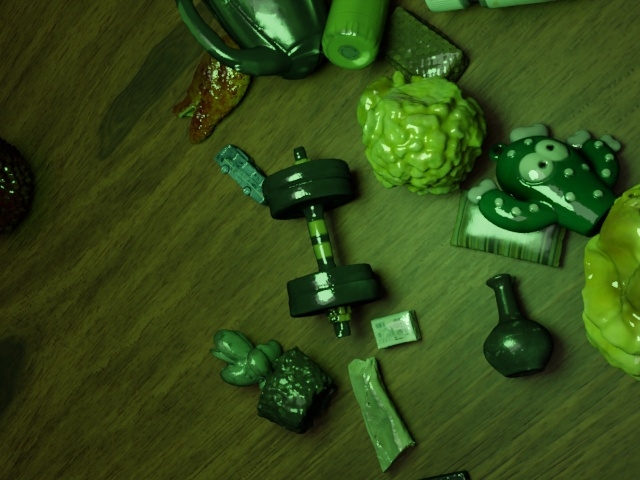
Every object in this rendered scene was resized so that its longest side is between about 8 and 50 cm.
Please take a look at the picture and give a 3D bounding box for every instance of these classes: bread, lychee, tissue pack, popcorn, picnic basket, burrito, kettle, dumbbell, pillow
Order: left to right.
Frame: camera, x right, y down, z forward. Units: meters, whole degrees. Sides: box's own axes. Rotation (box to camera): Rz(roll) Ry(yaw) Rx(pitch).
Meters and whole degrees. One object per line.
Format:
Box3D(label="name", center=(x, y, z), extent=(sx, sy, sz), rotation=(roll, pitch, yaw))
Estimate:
Box3D(label="lychee", center=(-0.901, -0.143, 1.678), extent=(0.330, 0.306, 0.306), rotation=(33, 102, 39))
Box3D(label="bread", center=(-0.245, -0.342, 1.480), extent=(0.269, 0.095, 0.139), rotation=(-45, 63, 22))
Box3D(label="kettle", center=(-0.128, -0.460, 1.321), extent=(0.324, 0.321, 0.228), rotation=(56, 144, 11))
Box3D(label="dumbbell", center=(0.000, 0.000, 1.297), extent=(0.185, 0.185, 0.388), rotation=(-18, 79, 24))
Box3D(label="burrito", center=(0.117, 0.336, 1.291), extent=(0.087, 0.060, 0.226), rotation=(-28, 77, 28))
Box3D(label="tissue pack", center=(0.149, 0.175, 1.293), extent=(0.083, 0.042, 0.062), rotation=(-20, 78, 24))
Box3D(label="picnic basket", center=(0.192, -0.374, 1.291), extent=(0.193, 0.055, 0.110), rotation=(44, 106, 23))
Box3D(label="popcorn", center=(0.180, -0.191, 1.203), extent=(0.259, 0.259, 0.212), rotation=(9, 126, 26))
Box3D(label="pillow", center=(0.345, -0.024, 1.209), extent=(0.203, 0.038, 0.113), rotation=(14, 94, 27))
Box3D(label="popcorn", center=(0.562, 0.067, 0.928), extent=(0.382, 0.349, 0.349), rotation=(25, 101, 62))

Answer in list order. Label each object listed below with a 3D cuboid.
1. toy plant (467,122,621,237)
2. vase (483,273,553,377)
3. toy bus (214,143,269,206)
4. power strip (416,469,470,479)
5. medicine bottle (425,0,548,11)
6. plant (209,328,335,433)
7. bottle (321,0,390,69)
Box3D(label="toy plant", center=(0.392, -0.107, 1.136), extent=(0.243, 0.112, 0.232), rotation=(15, 62, 23))
Box3D(label="vase", center=(0.342, 0.147, 1.170), extent=(0.120, 0.120, 0.182), rotation=(-18, 65, 24))
Box3D(label="toy bus", center=(-0.163, -0.145, 1.457), extent=(0.166, 0.047, 0.065), rotation=(45, 102, 19))
Box3D(label="power strip", center=(0.231, 0.465, 1.248), extent=(0.111, 0.029, 0.038), rotation=(-22, 79, 26))
Box3D(label="medicine bottle", center=(0.326, -0.500, 1.168), extent=(0.273, 0.165, 0.165), rotation=(1, 88, 25))
Box3D(label="plant", center=(-0.107, 0.271, 1.355), extent=(0.275, 0.149, 0.146), rotation=(27, 137, 29))
Box3D(label="bottle", center=(0.079, -0.463, 1.284), extent=(0.112, 0.112, 0.260), rotation=(-1, 62, 26))
